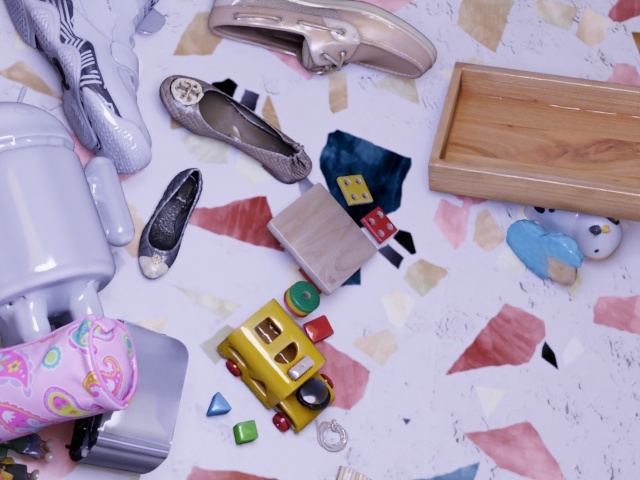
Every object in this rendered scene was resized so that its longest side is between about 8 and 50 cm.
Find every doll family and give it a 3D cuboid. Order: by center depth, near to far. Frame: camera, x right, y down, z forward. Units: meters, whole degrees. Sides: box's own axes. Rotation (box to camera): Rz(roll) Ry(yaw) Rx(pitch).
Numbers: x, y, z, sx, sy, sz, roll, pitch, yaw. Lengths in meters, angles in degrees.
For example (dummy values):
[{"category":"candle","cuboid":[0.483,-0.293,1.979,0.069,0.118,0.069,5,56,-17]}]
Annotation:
[{"category":"doll family","cuboid":[-0.401,0.307,1.629,0.111,0.076,0.193,26,40,-30]}]

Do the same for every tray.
[{"category":"tray","cuboid":[0.381,-0.140,1.957,0.411,0.076,0.203,10,57,12]}]

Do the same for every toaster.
[{"category":"toaster","cuboid":[-0.247,0.208,1.677,0.110,0.168,0.185,15,67,-14]}]

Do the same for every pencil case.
[{"category":"pencil case","cuboid":[-0.358,0.172,1.563,0.284,0.124,0.124,-16,74,18]}]

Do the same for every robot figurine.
[{"category":"robot figurine","cuboid":[-0.388,-0.027,1.693,0.300,0.200,0.353,-12,76,-32]}]

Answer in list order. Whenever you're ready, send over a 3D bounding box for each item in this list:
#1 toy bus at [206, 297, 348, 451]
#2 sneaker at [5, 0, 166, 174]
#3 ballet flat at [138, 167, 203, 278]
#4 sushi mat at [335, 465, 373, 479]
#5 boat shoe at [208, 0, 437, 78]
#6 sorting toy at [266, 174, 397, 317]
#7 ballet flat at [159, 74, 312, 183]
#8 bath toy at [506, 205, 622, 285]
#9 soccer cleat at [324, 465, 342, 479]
[{"category":"toy bus","cuboid":[-0.043,0.177,1.792,0.202,0.104,0.191,7,70,-16]},{"category":"sneaker","cuboid":[-0.278,-0.274,1.837,0.210,0.137,0.366,-25,72,-23]},{"category":"ballet flat","cuboid":[-0.210,-0.027,1.836,0.057,0.049,0.173,22,66,-9]},{"category":"sushi mat","cuboid":[0.044,0.473,1.752,0.151,0.019,0.316,28,65,-23]},{"category":"boat shoe","cuboid":[0.003,-0.297,1.971,0.341,0.121,0.110,18,71,-1]},{"category":"sorting toy","cuboid":[0.000,0.000,1.885,0.132,0.046,0.274,49,44,0]},{"category":"ballet flat","cuboid":[-0.115,-0.163,1.892,0.250,0.058,0.084,33,61,-15]},{"category":"bath toy","cuboid":[0.436,-0.089,2.033,0.151,0.129,0.348,41,64,-1]},{"category":"soccer cleat","cuboid":[0.012,0.339,1.798,0.083,0.029,0.035,-36,77,-29]}]
